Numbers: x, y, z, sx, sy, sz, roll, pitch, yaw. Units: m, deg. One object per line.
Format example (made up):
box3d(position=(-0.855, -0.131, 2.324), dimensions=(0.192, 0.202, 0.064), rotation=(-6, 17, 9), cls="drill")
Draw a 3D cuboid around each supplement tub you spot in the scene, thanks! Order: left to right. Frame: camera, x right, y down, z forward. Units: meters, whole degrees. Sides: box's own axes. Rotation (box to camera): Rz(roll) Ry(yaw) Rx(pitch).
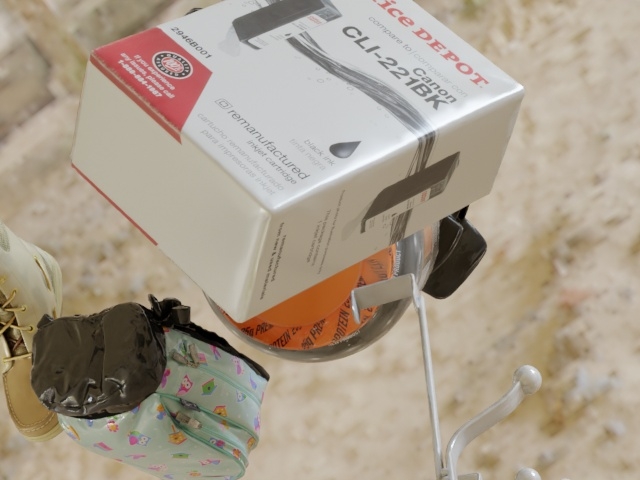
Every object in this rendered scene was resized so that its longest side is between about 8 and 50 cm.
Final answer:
box3d(position=(0.000, 0.000, 1.661), dimensions=(0.207, 0.207, 0.338), rotation=(-33, -1, 8), cls="supplement tub")

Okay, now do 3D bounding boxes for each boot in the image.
box3d(position=(-0.372, 0.091, 2.123), dimensions=(0.095, 0.203, 0.262), rotation=(-14, 61, 13), cls="boot")

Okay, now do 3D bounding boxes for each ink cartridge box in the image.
box3d(position=(-0.014, -0.084, 1.325), dimensions=(0.273, 0.197, 0.114), rotation=(-26, -33, -39), cls="ink cartridge box")

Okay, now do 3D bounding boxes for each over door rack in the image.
box3d(position=(0.134, 0.186, 1.384), dimensions=(0.108, 0.239, 0.324), rotation=(-21, 29, -3), cls="over door rack")

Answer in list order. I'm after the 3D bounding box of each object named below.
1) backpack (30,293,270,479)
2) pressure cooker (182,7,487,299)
box3d(position=(-0.128, 0.123, 1.430), dimensions=(0.152, 0.182, 0.115), rotation=(-5, 63, 41), cls="backpack")
box3d(position=(-0.002, -0.107, 2.101), dimensions=(0.369, 0.376, 0.420), rotation=(-4, 4, 1), cls="pressure cooker")
